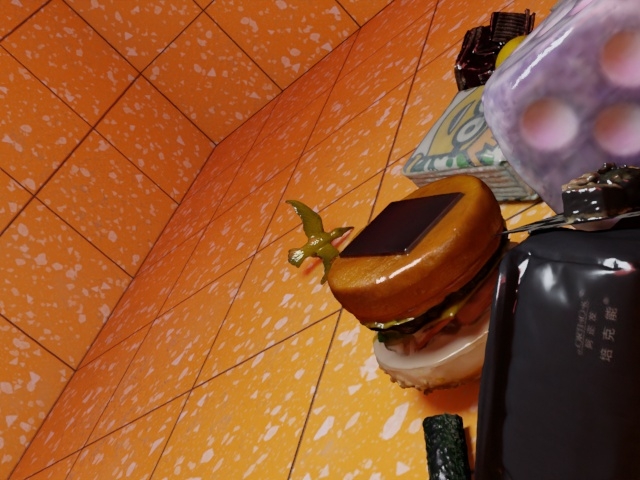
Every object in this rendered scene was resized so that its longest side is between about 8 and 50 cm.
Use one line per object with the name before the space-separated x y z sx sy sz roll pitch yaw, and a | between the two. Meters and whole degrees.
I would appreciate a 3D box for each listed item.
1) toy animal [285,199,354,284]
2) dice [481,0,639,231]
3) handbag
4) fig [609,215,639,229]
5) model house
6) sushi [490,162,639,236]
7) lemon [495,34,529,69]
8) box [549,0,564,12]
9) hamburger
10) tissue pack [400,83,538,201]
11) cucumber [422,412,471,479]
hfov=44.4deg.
toy animal | 0.000 0.000 1.784 0.155 0.219 0.095 -16 -23 -37
dice | 0.388 -0.184 0.992 0.271 0.270 0.270 -41 7 35
handbag | 0.227 0.133 0.730 0.275 0.178 0.302 -153 64 -69
fig | 0.396 0.024 0.838 0.202 0.148 0.149 -26 44 -25
model house | 0.399 -0.412 1.756 0.164 0.141 0.203 11 79 42
sushi | 0.301 -0.055 0.806 0.192 0.050 0.215 -10 3 40
lemon | 0.416 -0.362 1.596 0.133 0.109 0.109 -45 13 54
box | 0.562 -0.463 1.525 0.129 0.086 0.225 -45 19 7
hamburger | 0.164 0.065 1.102 0.291 0.225 0.291 -33 20 14
tissue pack | 0.316 -0.182 1.416 0.228 0.128 0.311 -54 20 -15
cucumber | 0.153 0.290 0.942 0.058 0.052 0.215 -59 12 29
